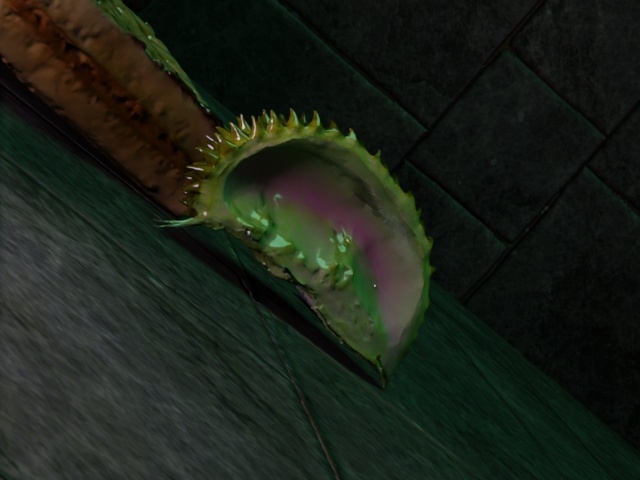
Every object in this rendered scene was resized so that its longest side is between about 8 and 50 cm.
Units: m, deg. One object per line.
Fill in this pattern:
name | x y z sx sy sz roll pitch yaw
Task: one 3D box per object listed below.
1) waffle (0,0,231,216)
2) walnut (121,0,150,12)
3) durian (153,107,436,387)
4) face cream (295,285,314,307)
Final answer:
waffle | -0.244 -0.212 1.738 0.376 0.114 0.261 45 9 -48
walnut | -0.356 -0.455 2.397 0.306 0.306 0.344 43 4 25
durian | -0.003 -0.009 1.758 0.355 0.157 0.169 38 39 -35
face cream | 0.011 0.084 1.948 0.115 0.020 0.038 48 7 36
